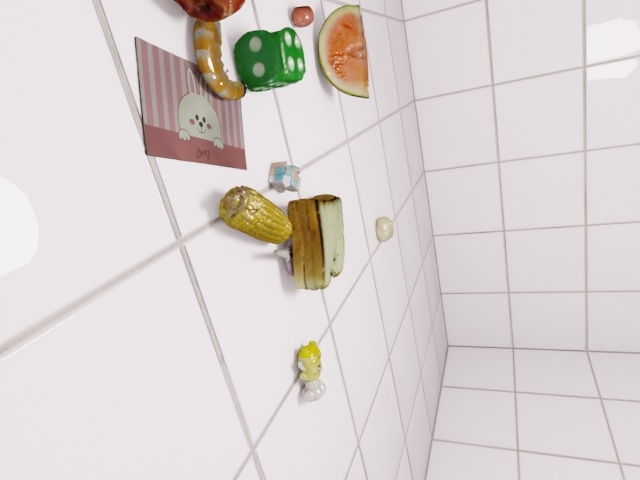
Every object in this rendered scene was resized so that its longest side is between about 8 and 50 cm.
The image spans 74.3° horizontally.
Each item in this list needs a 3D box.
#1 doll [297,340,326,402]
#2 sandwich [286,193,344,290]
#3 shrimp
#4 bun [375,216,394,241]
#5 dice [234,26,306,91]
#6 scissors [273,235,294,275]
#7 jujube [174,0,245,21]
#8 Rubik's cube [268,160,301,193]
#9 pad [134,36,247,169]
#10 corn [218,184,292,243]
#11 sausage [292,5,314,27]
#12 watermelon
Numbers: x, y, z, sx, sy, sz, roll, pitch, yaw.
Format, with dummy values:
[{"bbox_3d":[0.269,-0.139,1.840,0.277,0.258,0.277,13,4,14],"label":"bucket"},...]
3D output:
[{"bbox_3d":[-0.024,0.359,1.150,0.106,0.062,0.162,-19,105,-60],"label":"doll"},{"bbox_3d":[-0.002,0.000,1.172,0.273,0.095,0.249,-32,118,-73],"label":"sandwich"},{"bbox_3d":[-0.201,-0.377,0.885,0.166,0.049,0.161,11,75,-66],"label":"shrimp"},{"bbox_3d":[0.294,-0.051,1.902,0.115,0.069,0.115,14,74,-63],"label":"bun"},{"bbox_3d":[-0.115,-0.419,0.985,0.128,0.131,0.120,-39,122,-63],"label":"dice"},{"bbox_3d":[-0.089,0.034,1.057,0.212,0.021,0.110,18,72,-77],"label":"scissors"},{"bbox_3d":[-0.207,-0.530,0.759,0.174,0.174,0.250,11,73,-65],"label":"jujube"},{"bbox_3d":[-0.083,-0.162,1.086,0.084,0.073,0.075,13,75,-63],"label":"Rubik's cube"},{"bbox_3d":[-0.238,-0.251,0.839,0.300,0.005,0.202,-8,93,-65],"label":"pad"},{"bbox_3d":[-0.135,-0.050,0.930,0.261,0.097,0.097,36,54,-67],"label":"corn"},{"bbox_3d":[-0.051,-0.661,1.250,0.094,0.059,0.054,-65,156,-54],"label":"sausage"},{"bbox_3d":[0.067,-0.615,1.433,0.128,0.159,0.303,-151,-127,-84],"label":"watermelon"}]
